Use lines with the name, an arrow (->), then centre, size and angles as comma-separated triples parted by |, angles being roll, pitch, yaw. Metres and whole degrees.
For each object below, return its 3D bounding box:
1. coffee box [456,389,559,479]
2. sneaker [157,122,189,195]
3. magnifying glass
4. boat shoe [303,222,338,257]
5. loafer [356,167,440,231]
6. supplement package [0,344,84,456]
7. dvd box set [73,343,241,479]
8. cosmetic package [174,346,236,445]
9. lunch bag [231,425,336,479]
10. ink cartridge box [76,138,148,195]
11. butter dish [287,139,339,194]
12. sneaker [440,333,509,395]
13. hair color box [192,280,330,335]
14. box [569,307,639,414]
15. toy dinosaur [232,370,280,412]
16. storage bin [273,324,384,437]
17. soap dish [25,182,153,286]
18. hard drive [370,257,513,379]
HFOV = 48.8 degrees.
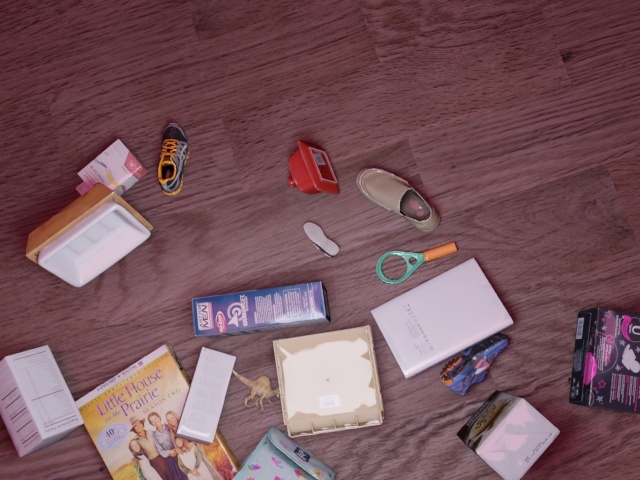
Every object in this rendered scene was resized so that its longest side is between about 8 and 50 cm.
coffee box -> 0.451, 0.476, 1.739 | 0.119, 0.297, 0.168 | 42, 85, 7
sneaker -> -0.434, -0.243, 2.059 | 0.084, 0.083, 0.215 | -2, 78, 6
magnifying glass -> 0.267, 0.055, 1.971 | 0.231, 0.026, 0.092 | -19, 78, 1
boat shoe -> 0.000, 0.000, 1.998 | 0.125, 0.038, 0.046 | 39, 66, 9
loafer -> 0.220, -0.125, 1.973 | 0.268, 0.092, 0.102 | 32, 84, 10
supplement package -> -0.777, 0.433, 1.914 | 0.134, 0.139, 0.244 | -37, 76, 31
dvd box set -> -0.441, 0.540, 1.925 | 0.307, 0.062, 0.420 | -32, 79, -2
cosmetic package -> -0.308, 0.416, 1.890 | 0.098, 0.060, 0.239 | 20, 61, -12
lunch bag -> -0.097, 0.619, 1.805 | 0.223, 0.262, 0.160 | 34, 128, 9
ink cartridge box -> -0.623, -0.186, 2.072 | 0.198, 0.067, 0.115 | -42, 79, -3
butter dish -> -0.039, -0.188, 1.996 | 0.118, 0.160, 0.160 | -25, 78, 24
sneaker -> 0.418, 0.327, 1.887 | 0.221, 0.083, 0.087 | -36, 114, -11
hair color box -> -0.155, 0.190, 1.907 | 0.347, 0.174, 0.105 | -8, 78, 3
box -> 0.743, 0.309, 1.812 | 0.142, 0.163, 0.247 | 9, 81, 3
toy dinosaur -> -0.172, 0.413, 1.930 | 0.183, 0.053, 0.093 | 12, 87, 36
storage bin -> 0.025, 0.372, 1.886 | 0.262, 0.123, 0.260 | -9, 80, 3
soap dish -> -0.645, -0.016, 1.972 | 0.291, 0.229, 0.118 | -36, 62, -2
hard drive -> 0.325, 0.209, 1.909 | 0.318, 0.040, 0.210 | -27, 65, 0
